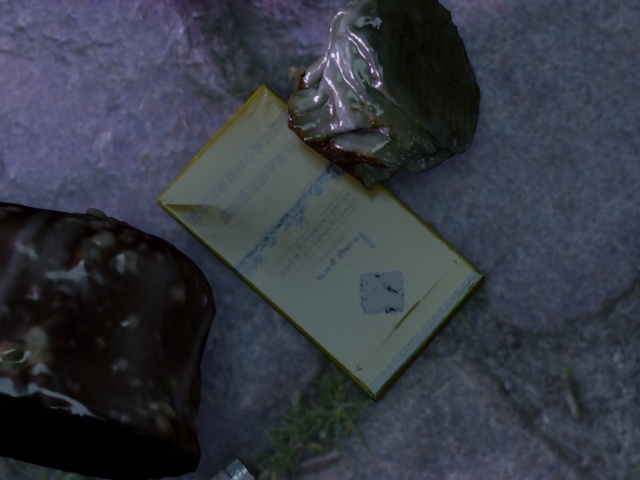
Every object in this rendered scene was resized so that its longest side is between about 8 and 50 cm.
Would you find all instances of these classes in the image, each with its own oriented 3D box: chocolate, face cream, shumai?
[{"bbox_3d":[-0.245,0.072,1.587,0.340,0.225,0.210,12,70,6],"label":"chocolate"},{"bbox_3d":[-0.109,0.245,1.643,0.115,0.020,0.038,-41,81,1],"label":"face cream"},{"bbox_3d":[0.052,-0.137,1.641,0.142,0.184,0.184,-13,79,33],"label":"shumai"}]

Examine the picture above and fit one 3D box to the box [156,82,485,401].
[{"bbox_3d":[-0.001,-0.001,1.660,0.279,0.041,0.153,42,85,9],"label":"box"}]
